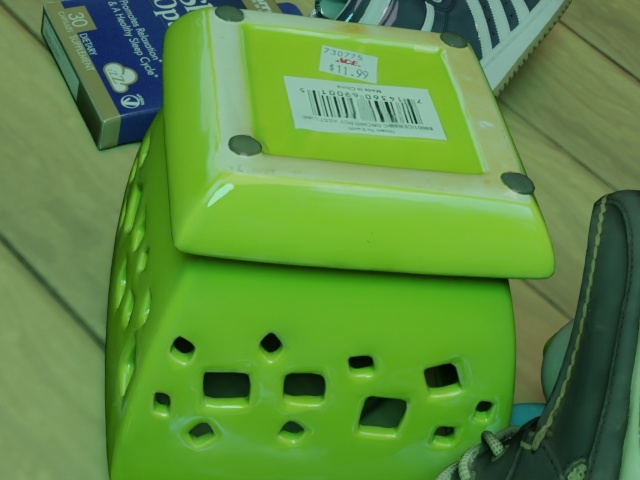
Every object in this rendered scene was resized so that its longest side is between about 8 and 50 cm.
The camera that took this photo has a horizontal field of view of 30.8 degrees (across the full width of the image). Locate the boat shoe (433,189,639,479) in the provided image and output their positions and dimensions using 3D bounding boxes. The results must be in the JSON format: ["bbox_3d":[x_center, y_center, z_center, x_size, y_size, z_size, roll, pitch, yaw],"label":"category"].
[{"bbox_3d":[0.107,0.143,0.551,0.130,0.132,0.355,7,80,29],"label":"boat shoe"}]

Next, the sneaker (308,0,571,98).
[{"bbox_3d":[0.095,-0.186,0.932,0.153,0.099,0.282,43,51,-5],"label":"sneaker"}]

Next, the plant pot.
[{"bbox_3d":[0.000,0.000,0.672,0.228,0.207,0.227,5,40,-13],"label":"plant pot"}]

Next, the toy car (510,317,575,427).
[{"bbox_3d":[0.174,0.139,0.679,0.136,0.159,0.182,-38,63,2],"label":"toy car"}]

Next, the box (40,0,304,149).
[{"bbox_3d":[-0.089,-0.146,0.912,0.225,0.036,0.136,-13,54,-28],"label":"box"}]
